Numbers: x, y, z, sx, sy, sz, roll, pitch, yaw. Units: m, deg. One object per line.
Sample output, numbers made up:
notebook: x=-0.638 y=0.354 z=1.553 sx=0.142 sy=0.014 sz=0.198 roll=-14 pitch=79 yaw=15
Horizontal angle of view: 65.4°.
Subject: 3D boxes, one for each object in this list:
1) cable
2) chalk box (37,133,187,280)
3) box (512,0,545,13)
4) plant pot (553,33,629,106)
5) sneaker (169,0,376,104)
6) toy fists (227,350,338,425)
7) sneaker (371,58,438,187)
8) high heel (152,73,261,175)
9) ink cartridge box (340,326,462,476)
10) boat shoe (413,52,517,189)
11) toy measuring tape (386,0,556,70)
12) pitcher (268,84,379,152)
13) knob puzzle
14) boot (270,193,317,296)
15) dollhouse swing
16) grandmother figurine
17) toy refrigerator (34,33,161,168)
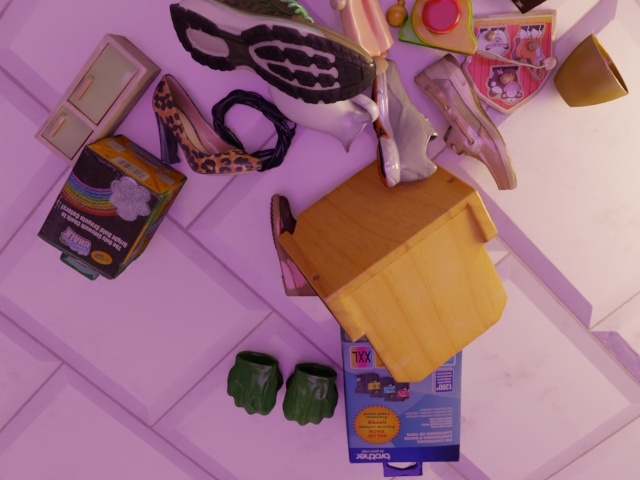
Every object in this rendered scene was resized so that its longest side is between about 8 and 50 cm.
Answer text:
cable: x=-0.150 y=-0.235 z=1.067 sx=0.184 sy=0.047 sz=0.151 roll=27 pitch=115 yaw=-2
chalk box: x=-0.451 y=-0.051 z=1.069 sx=0.180 sy=0.179 sz=0.289 roll=34 pitch=107 yaw=-9
box: x=0.406 y=-0.544 z=0.866 sx=0.203 sy=0.167 sz=0.168 roll=-42 pitch=98 yaw=14
plant pot: x=0.518 y=-0.315 z=0.972 sx=0.095 sy=0.134 sz=0.134 roll=-32 pitch=106 yaw=39
sneaker: x=-0.070 y=-0.386 z=0.891 sx=0.410 sy=0.158 sz=0.182 roll=25 pitch=67 yaw=19
toy fists: x=-0.094 y=0.368 z=1.235 sx=0.278 sy=0.096 sz=0.143 roll=11 pitch=98 yaw=0
sneaker: x=0.168 y=-0.236 z=0.993 sx=0.120 sy=0.099 sz=0.263 roll=-5 pitch=81 yaw=0
high heel: x=-0.234 y=-0.234 z=1.013 sx=0.261 sy=0.093 sz=0.186 roll=13 pitch=116 yaw=23
ink cartridge box: x=0.192 y=0.378 z=1.197 sx=0.269 sy=0.151 sz=0.396 roll=-3 pitch=110 yaw=4
boat shoe: x=0.298 y=-0.224 z=1.017 sx=0.098 sy=0.109 sz=0.302 roll=-30 pitch=99 yaw=17
toy measuring tape: x=0.288 y=-0.409 z=0.939 sx=0.329 sy=0.121 sz=0.122 roll=14 pitch=109 yaw=6
pitcher: x=0.009 y=-0.278 z=0.974 sx=0.207 sy=0.177 sz=0.126 roll=35 pitch=74 yaw=-8
knob puzzle: x=0.384 y=-0.354 z=1.006 sx=0.212 sy=0.030 sz=0.213 roll=1 pitch=108 yaw=2
boot: x=0.000 y=0.000 z=1.129 sx=0.206 sy=0.090 sz=0.249 roll=-13 pitch=105 yaw=-7
dollhouse swing: x=0.165 y=0.058 z=1.053 sx=0.346 sy=0.315 sz=0.305 roll=-36 pitch=133 yaw=-5
grandmother figurine: x=0.045 y=-0.480 z=0.888 sx=0.103 sy=0.208 sz=0.343 roll=-16 pitch=128 yaw=11
toy refrigerator: x=-0.462 y=-0.285 z=1.035 sx=0.102 sy=0.094 sz=0.269 roll=42 pitch=106 yaw=-11
